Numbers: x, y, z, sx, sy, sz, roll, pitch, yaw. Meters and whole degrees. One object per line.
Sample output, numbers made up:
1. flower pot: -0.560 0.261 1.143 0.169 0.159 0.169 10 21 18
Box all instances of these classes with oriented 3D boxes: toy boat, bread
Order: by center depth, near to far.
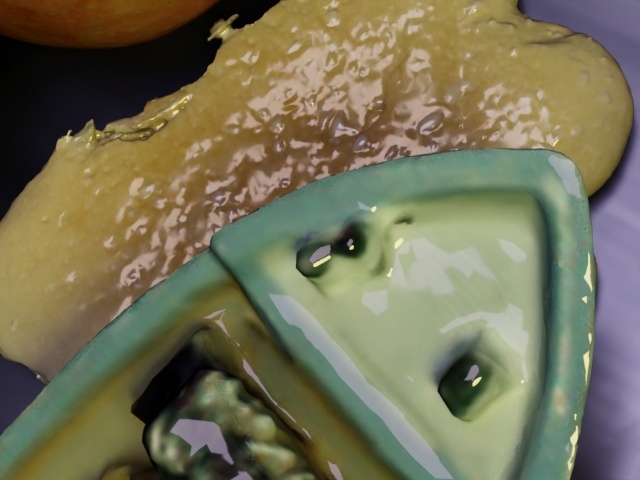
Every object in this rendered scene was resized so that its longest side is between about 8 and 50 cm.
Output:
1. toy boat: -0.042 0.098 0.415 0.332 0.133 0.145 -45 77 8
2. bread: 0.000 0.000 0.511 0.251 0.039 0.182 -36 69 2

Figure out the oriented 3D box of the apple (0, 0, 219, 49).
1. apple: -0.089 -0.163 0.512 0.181 0.168 0.181 -5 67 13
